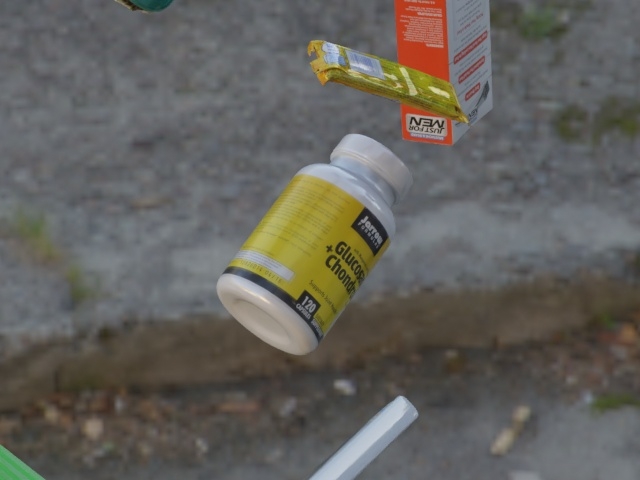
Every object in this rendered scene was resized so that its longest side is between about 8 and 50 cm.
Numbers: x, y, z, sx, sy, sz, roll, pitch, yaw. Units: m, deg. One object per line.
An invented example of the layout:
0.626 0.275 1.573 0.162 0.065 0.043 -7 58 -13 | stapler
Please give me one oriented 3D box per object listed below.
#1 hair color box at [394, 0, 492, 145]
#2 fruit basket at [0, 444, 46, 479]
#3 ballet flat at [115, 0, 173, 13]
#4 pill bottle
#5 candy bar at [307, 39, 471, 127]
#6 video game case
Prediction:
0.106 -0.177 1.614 0.053 0.167 0.093 8 28 26 | hair color box
-0.326 0.417 1.948 0.283 0.392 0.392 -37 35 -7 | fruit basket
-0.179 -0.261 1.441 0.077 0.241 0.091 33 80 29 | ballet flat
0.000 0.000 1.613 0.103 0.103 0.184 22 67 36 | pill bottle
0.053 -0.117 1.387 0.161 0.018 0.040 12 49 -41 | candy bar
-0.061 0.320 2.024 0.036 0.300 0.329 48 35 5 | video game case
